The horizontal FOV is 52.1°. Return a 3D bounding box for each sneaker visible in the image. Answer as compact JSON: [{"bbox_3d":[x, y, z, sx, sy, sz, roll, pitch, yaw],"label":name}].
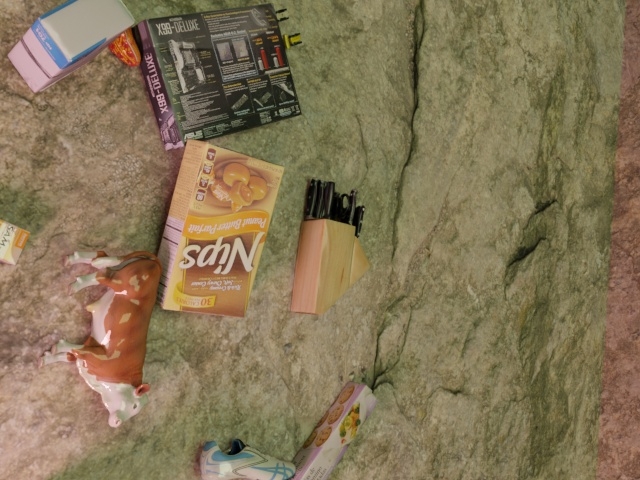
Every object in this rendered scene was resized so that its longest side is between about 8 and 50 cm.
[{"bbox_3d":[-0.140,0.454,1.342,0.237,0.085,0.086,21,67,-41],"label":"sneaker"},{"bbox_3d":[-0.374,-0.408,1.206,0.067,0.064,0.175,-43,116,-41],"label":"sneaker"}]

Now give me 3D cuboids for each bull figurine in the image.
[{"bbox_3d":[-0.372,0.164,1.148,0.188,0.101,0.310,17,77,-36],"label":"bull figurine"}]

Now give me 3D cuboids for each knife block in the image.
[{"bbox_3d":[0.000,0.000,1.481,0.275,0.088,0.242,-42,113,-33],"label":"knife block"}]

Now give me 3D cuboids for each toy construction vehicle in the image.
[{"bbox_3d":[-0.095,-0.470,1.468,0.098,0.035,0.086,-32,119,-34],"label":"toy construction vehicle"}]

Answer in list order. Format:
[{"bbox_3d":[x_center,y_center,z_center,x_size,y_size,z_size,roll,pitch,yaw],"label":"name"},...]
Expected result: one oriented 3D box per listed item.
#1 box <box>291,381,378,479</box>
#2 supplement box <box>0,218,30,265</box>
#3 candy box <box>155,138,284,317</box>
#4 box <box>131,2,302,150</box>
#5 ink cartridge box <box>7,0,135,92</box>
[{"bbox_3d":[0.014,0.462,1.481,0.324,0.067,0.063,-49,116,-30],"label":"box"},{"bbox_3d":[-0.535,-0.006,1.063,0.098,0.036,0.062,30,70,-36],"label":"supplement box"},{"bbox_3d":[-0.201,-0.018,1.267,0.183,0.087,0.316,13,93,-39],"label":"candy box"},{"bbox_3d":[-0.201,-0.336,1.327,0.307,0.076,0.242,-24,105,-37],"label":"box"},{"bbox_3d":[-0.415,-0.332,1.082,0.139,0.190,0.082,-47,115,-32],"label":"ink cartridge box"}]
